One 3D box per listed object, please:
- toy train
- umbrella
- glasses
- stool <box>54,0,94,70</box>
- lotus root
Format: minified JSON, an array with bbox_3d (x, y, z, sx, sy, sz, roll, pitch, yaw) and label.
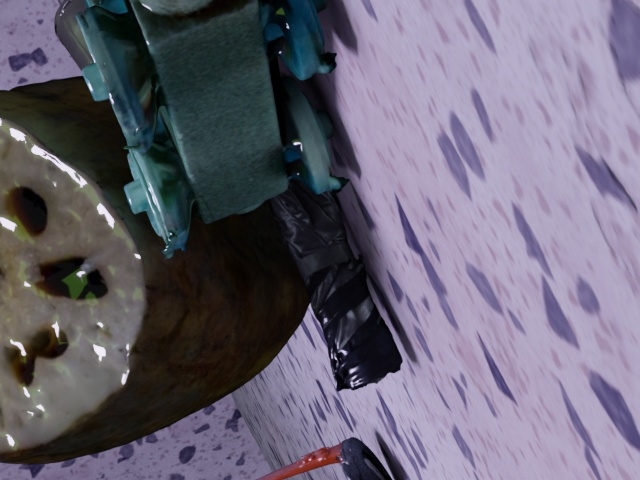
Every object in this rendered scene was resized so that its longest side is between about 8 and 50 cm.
[{"bbox_3d":[-0.073,-0.120,0.951,0.298,0.120,0.194,86,163,-71],"label":"toy train"},{"bbox_3d":[0.000,0.000,1.124,0.050,0.046,0.188,136,114,-79],"label":"umbrella"},{"bbox_3d":[-0.025,0.308,1.522,0.234,0.268,0.118,64,-168,-11],"label":"glasses"},{"bbox_3d":[-0.162,-0.167,1.531,0.110,0.096,0.096,58,171,18],"label":"stool"},{"bbox_3d":[-0.138,0.012,1.209,0.250,0.250,0.346,64,-155,1],"label":"lotus root"}]
